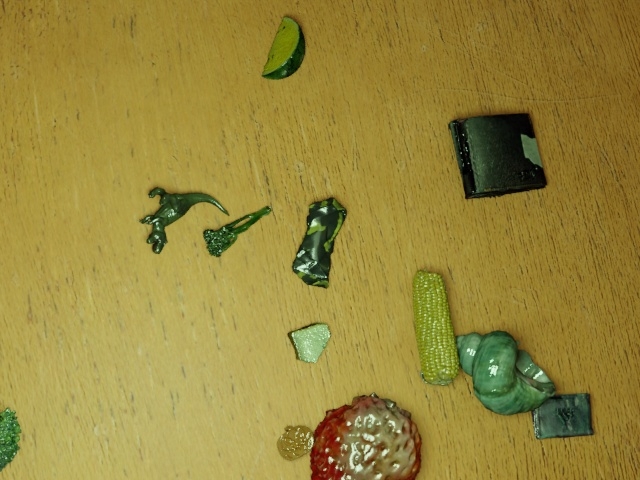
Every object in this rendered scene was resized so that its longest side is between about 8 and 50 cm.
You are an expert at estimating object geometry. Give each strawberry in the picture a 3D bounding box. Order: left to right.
[{"bbox_3d":[0.102,0.527,1.778,0.265,0.149,0.336,30,73,-7],"label":"strawberry"}]

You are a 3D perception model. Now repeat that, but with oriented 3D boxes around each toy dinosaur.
[{"bbox_3d":[-0.343,-0.047,1.867,0.179,0.087,0.187,36,86,-42],"label":"toy dinosaur"}]

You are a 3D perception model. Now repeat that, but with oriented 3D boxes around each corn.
[{"bbox_3d":[0.285,0.216,1.924,0.106,0.106,0.293,-2,76,-14],"label":"corn"}]

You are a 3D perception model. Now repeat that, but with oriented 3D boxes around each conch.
[{"bbox_3d":[0.448,0.320,1.908,0.277,0.195,0.220,30,40,17],"label":"conch"}]

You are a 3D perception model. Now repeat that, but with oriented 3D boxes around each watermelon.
[{"bbox_3d":[-0.083,-0.500,2.004,0.092,0.075,0.182,22,74,-4],"label":"watermelon"}]

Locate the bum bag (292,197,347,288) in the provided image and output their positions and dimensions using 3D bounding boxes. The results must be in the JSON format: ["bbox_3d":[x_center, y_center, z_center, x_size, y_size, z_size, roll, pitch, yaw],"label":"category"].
[{"bbox_3d":[0.000,0.000,1.918,0.106,0.060,0.233,18,76,-19],"label":"bum bag"}]

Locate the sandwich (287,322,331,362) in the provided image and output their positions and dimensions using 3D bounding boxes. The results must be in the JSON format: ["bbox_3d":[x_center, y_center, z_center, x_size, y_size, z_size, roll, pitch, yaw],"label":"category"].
[{"bbox_3d":[-0.019,0.249,1.869,0.104,0.036,0.093,-21,82,-19],"label":"sandwich"}]

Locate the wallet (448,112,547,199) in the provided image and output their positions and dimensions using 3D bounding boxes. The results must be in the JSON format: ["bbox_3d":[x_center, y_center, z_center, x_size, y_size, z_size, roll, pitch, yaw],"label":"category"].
[{"bbox_3d":[0.485,-0.233,2.093,0.262,0.071,0.221,-8,79,-23],"label":"wallet"}]

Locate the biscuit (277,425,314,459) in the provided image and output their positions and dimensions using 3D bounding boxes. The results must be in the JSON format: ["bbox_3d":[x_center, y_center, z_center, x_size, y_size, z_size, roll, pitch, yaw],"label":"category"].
[{"bbox_3d":[-0.060,0.468,1.799,0.091,0.015,0.078,-35,66,3],"label":"biscuit"}]

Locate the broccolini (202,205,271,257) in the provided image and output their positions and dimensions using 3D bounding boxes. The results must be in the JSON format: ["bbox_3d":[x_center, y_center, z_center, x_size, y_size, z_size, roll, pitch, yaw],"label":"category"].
[{"bbox_3d":[-0.199,-0.037,1.878,0.201,0.058,0.074,-36,95,-18],"label":"broccolini"}]

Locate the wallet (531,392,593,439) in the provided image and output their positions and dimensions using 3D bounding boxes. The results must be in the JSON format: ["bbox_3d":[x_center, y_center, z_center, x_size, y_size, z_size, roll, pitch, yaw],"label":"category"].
[{"bbox_3d":[0.623,0.452,1.987,0.165,0.030,0.111,0,82,-12],"label":"wallet"}]

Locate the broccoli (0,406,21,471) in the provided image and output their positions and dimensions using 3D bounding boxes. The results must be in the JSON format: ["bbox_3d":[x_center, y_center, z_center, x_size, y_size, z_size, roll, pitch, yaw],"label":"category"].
[{"bbox_3d":[-0.715,0.419,1.620,0.154,0.167,0.160,-8,47,-47],"label":"broccoli"}]
